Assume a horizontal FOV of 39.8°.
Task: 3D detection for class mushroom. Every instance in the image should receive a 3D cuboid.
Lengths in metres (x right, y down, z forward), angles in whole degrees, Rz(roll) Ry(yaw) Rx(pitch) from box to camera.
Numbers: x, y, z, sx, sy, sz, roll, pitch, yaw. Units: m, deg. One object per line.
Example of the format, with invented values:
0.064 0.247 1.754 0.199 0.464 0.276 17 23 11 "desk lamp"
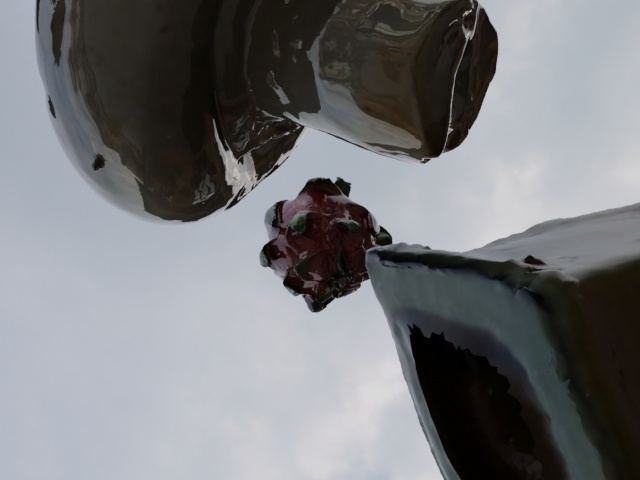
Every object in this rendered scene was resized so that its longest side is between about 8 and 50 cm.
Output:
-0.027 -0.134 0.599 0.290 0.292 0.292 20 -107 18 "mushroom"

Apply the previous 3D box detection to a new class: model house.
0.191 0.086 0.503 0.239 0.173 0.268 -15 -99 -25 "model house"

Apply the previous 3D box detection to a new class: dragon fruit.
0.002 -0.004 1.040 0.137 0.236 0.135 -36 -82 8 "dragon fruit"
